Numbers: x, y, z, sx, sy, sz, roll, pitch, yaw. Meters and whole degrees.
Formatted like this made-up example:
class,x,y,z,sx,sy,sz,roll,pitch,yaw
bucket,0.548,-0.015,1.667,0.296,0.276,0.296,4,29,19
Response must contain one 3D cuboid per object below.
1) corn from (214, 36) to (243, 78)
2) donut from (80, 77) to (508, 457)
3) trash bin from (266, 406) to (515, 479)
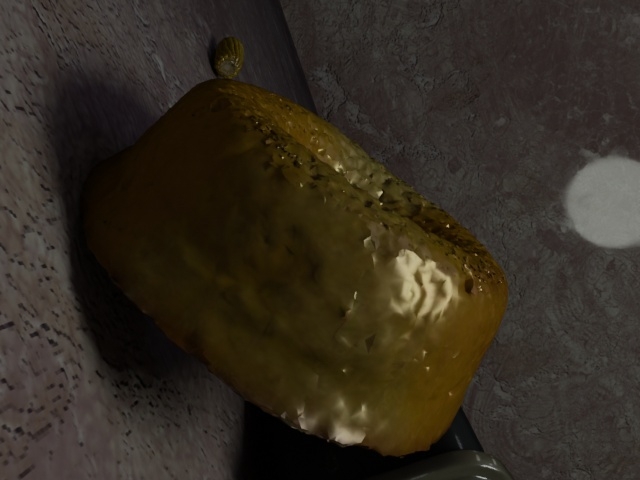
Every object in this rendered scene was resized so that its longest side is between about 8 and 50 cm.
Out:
class,x,y,z,sx,sy,sz,roll,pitch,yaw
corn,-0.111,-0.221,0.963,0.092,0.037,0.037,-97,167,-63
donut,0.001,0.000,0.488,0.277,0.108,0.277,34,13,-9
trash bin,0.053,0.196,0.603,0.290,0.182,0.210,-108,175,-58
